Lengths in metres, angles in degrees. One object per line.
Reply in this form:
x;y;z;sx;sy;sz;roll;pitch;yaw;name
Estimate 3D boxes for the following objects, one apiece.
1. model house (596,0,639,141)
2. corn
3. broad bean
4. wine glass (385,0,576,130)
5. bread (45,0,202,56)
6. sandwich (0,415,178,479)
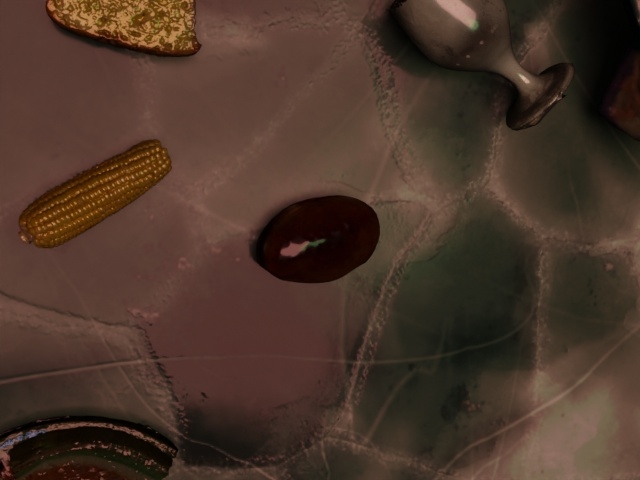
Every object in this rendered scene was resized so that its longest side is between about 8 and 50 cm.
0.492;-0.280;1.137;0.245;0.280;0.312;-20;93;-23;model house
-0.278;-0.057;1.084;0.206;0.067;0.067;-34;102;-11;corn
0.000;0.000;1.147;0.165;0.084;0.114;-6;114;-19;broad bean
0.208;-0.261;1.145;0.241;0.126;0.126;40;86;-16;wine glass
-0.234;-0.285;1.072;0.188;0.065;0.103;8;92;-12;bread
-0.310;0.295;1.105;0.235;0.079;0.159;21;91;-14;sandwich
